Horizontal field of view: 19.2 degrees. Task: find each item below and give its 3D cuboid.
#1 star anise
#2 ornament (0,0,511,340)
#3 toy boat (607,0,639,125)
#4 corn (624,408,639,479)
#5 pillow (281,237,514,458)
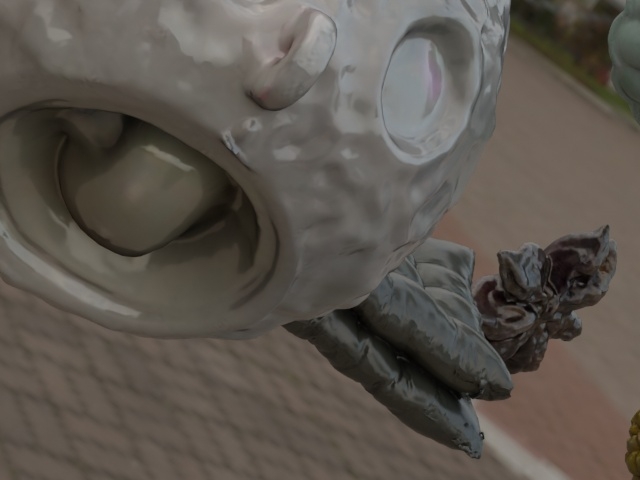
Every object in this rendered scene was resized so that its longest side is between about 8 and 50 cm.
[{"bbox_3d":[0.197,0.067,1.808,0.212,0.197,0.073,-15,54,-37],"label":"star anise"},{"bbox_3d":[-0.060,-0.120,1.020,0.337,0.337,0.337,34,14,-10],"label":"ornament"},{"bbox_3d":[0.402,-0.144,1.701,0.290,0.199,0.100,12,27,2],"label":"toy boat"},{"bbox_3d":[0.302,0.117,1.122,0.102,0.102,0.313,30,-22,-26],"label":"corn"},{"bbox_3d":[0.000,0.000,1.402,0.326,0.101,0.228,38,14,-20],"label":"pillow"}]
